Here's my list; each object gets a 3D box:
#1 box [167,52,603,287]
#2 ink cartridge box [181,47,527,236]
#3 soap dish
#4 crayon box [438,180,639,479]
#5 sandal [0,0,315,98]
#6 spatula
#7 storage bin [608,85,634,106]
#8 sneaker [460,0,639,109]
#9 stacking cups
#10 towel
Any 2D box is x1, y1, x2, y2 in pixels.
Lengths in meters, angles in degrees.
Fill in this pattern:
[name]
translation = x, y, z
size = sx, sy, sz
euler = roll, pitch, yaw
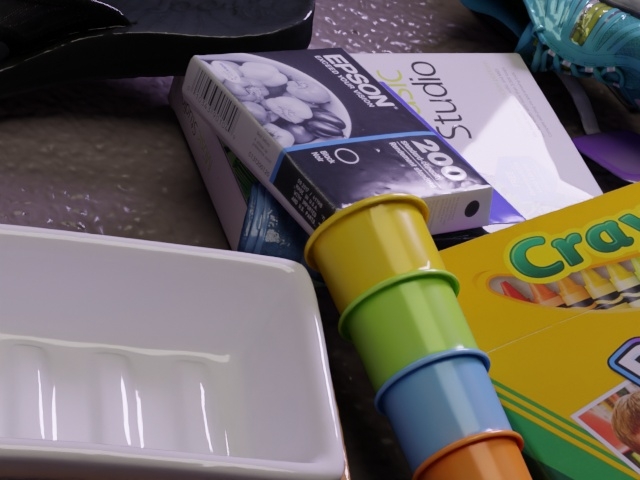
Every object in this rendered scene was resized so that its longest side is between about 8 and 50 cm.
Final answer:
[box]
translation = 0.059, -0.063, 1.607
size = 0.322, 0.058, 0.232
euler = -4, 45, -23
[ink cartridge box]
translation = 0.032, -0.077, 1.506
size = 0.208, 0.045, 0.206
euler = -7, 41, -39
[soap dish]
translation = -0.136, 0.105, 1.287
size = 0.291, 0.118, 0.229
euler = 6, 41, -16
[crayon box]
translation = 0.286, 0.097, 1.418
size = 0.363, 0.106, 0.313
euler = -19, 52, -19
[sandal]
translation = -0.225, -0.197, 1.564
size = 0.446, 0.107, 0.167
euler = -8, 38, -14
[spatula]
translation = 0.223, -0.141, 1.785
size = 0.084, 0.030, 0.296
euler = -10, 47, -32
[storage bin]
translation = 0.318, -0.224, 1.801
size = 0.084, 0.180, 0.122
euler = -10, 48, -30
[sneaker]
translation = 0.230, -0.174, 1.745
size = 0.110, 0.107, 0.275
euler = -31, 55, -25
[stacking cups]
translation = 0.092, 0.118, 1.311
size = 0.096, 0.096, 0.316
euler = -9, 58, -30
[towel]
translation = 0.000, 0.000, 1.454
size = 0.119, 0.029, 0.067
euler = 17, 53, -11
